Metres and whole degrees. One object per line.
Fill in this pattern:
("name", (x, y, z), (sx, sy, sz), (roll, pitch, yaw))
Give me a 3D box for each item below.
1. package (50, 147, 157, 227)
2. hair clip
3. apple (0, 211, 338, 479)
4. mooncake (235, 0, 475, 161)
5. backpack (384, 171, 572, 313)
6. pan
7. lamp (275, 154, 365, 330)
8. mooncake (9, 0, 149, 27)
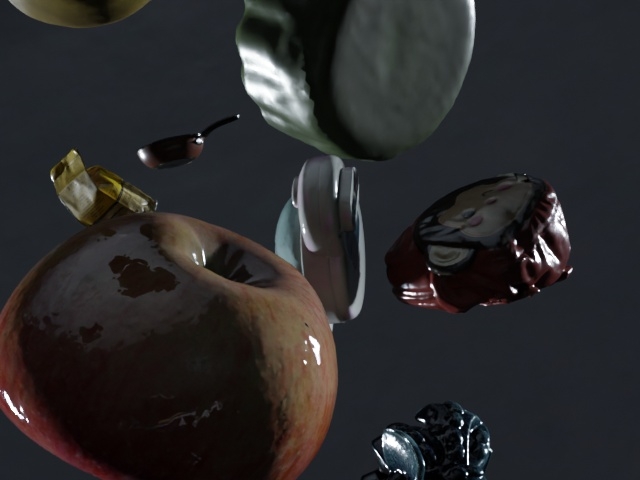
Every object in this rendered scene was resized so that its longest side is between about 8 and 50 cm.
("package", (-0.275, -0.052, 1.889), (0.131, 0.047, 0.071), (36, 133, -24))
("hair clip", (0.161, 0.329, 1.901), (0.206, 0.194, 0.310), (3, -156, -25))
("apple", (-0.144, 0.112, 1.510), (0.345, 0.269, 0.345), (27, 179, 1))
("mooncake", (0.048, -0.298, 2.166), (0.356, 0.356, 0.194), (-11, -158, -43))
("backpack", (0.181, 0.015, 1.815), (0.229, 0.139, 0.229), (-21, -162, 7))
("pan", (-0.126, -0.094, 1.485), (0.115, 0.023, 0.068), (-21, 171, 25))
("lamp", (-0.003, -0.001, 1.840), (0.108, 0.179, 0.246), (-3, 141, 4))
("mooncake", (-0.204, -0.317, 1.360), (0.235, 0.235, 0.117), (-17, 165, -8))
